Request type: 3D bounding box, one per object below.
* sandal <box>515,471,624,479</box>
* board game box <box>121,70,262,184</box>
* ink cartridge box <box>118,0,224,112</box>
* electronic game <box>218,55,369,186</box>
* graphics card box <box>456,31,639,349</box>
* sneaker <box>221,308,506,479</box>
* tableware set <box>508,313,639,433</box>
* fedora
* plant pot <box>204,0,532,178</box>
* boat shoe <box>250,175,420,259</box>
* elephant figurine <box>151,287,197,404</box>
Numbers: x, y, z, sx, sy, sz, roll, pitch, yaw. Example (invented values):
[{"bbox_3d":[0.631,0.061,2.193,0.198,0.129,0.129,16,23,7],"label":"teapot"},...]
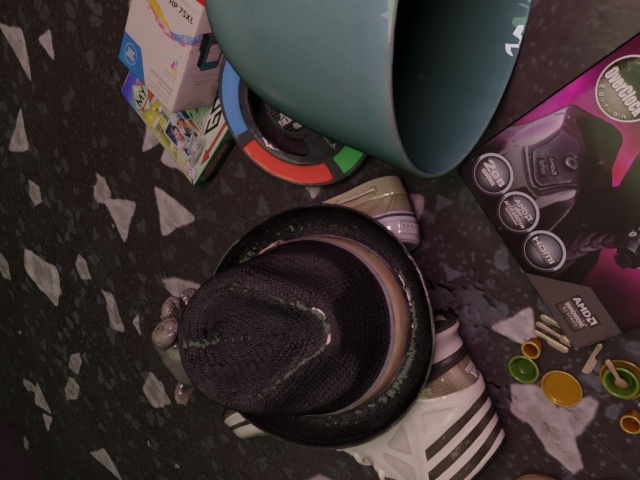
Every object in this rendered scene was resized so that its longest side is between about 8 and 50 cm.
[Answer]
[{"bbox_3d":[0.315,0.324,0.724,0.180,0.049,0.072,-8,102,41],"label":"sandal"},{"bbox_3d":[-0.173,-0.262,0.894,0.213,0.046,0.317,51,131,11],"label":"board game box"},{"bbox_3d":[-0.177,-0.303,0.793,0.134,0.078,0.231,45,131,19],"label":"ink cartridge box"},{"bbox_3d":[-0.031,-0.174,0.778,0.230,0.048,0.229,13,125,20],"label":"electronic game"},{"bbox_3d":[0.329,-0.076,0.526,0.371,0.094,0.232,-36,84,43],"label":"graphics card box"},{"bbox_3d":[0.049,0.285,0.845,0.448,0.169,0.257,-29,86,40],"label":"sneaker"},{"bbox_3d":[0.297,0.161,0.692,0.154,0.024,0.103,32,125,25],"label":"tableware set"},{"bbox_3d":[-0.046,0.108,0.694,0.334,0.153,0.333,1,92,33],"label":"fedora"},{"bbox_3d":[0.037,-0.227,0.563,0.235,0.293,0.292,21,119,30],"label":"plant pot"},{"bbox_3d":[0.000,0.000,0.825,0.303,0.109,0.094,-18,67,32],"label":"boat shoe"},{"bbox_3d":[-0.136,0.162,0.971,0.240,0.169,0.186,2,138,23],"label":"elephant figurine"}]
